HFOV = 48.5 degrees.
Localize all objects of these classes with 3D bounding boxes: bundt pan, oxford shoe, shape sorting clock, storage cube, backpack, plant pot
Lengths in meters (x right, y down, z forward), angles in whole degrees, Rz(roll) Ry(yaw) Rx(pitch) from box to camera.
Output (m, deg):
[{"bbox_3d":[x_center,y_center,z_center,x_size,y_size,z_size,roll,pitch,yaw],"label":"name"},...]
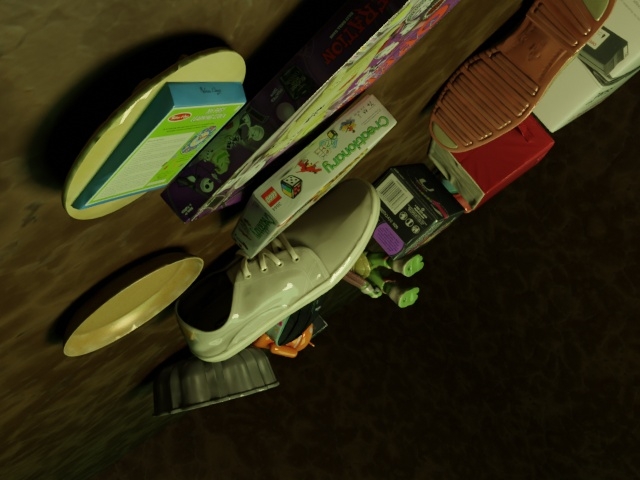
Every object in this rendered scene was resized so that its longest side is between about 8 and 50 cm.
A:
[{"bbox_3d":[-0.280,0.353,1.834,0.331,0.124,0.331,-14,173,-2],"label":"bundt pan"},{"bbox_3d":[0.351,-0.301,1.225,0.397,0.140,0.146,-42,177,36],"label":"oxford shoe"},{"bbox_3d":[-0.146,-0.094,0.635,0.206,0.040,0.206,-40,177,-2],"label":"shape sorting clock"},{"bbox_3d":[-0.080,0.043,1.271,0.449,0.169,0.130,-40,135,2],"label":"oxford shoe"},{"bbox_3d":[0.379,-0.207,1.618,0.193,0.183,0.215,-37,171,-3],"label":"storage cube"},{"bbox_3d":[-0.079,0.164,1.782,0.166,0.144,0.188,-30,145,-49],"label":"backpack"},{"bbox_3d":[-0.279,0.087,1.049,0.236,0.032,0.236,-36,170,-8],"label":"plant pot"}]

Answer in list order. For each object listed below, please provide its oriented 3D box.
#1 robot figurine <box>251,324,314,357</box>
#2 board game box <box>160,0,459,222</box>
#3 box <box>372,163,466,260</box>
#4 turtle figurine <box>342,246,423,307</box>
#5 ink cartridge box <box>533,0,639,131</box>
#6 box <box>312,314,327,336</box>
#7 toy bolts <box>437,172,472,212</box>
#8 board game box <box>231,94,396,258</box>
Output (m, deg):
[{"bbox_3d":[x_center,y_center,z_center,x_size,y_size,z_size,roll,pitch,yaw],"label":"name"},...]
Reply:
[{"bbox_3d":[-0.114,0.233,1.929,0.158,0.220,0.128,19,-86,59],"label":"robot figurine"},{"bbox_3d":[-0.005,-0.159,0.768,0.347,0.056,0.208,-42,-178,22],"label":"board game box"},{"bbox_3d":[0.214,-0.075,1.689,0.143,0.165,0.270,-44,169,23],"label":"box"},{"bbox_3d":[0.163,0.052,1.848,0.275,0.266,0.197,30,89,-48],"label":"turtle figurine"},{"bbox_3d":[0.619,-0.434,1.472,0.286,0.166,0.395,-29,168,-41],"label":"ink cartridge box"},{"bbox_3d":[-0.086,0.241,2.132,0.158,0.156,0.093,-37,172,-4],"label":"box"},{"bbox_3d":[0.391,-0.204,1.998,0.218,0.158,0.228,8,-141,41],"label":"toy bolts"},{"bbox_3d":[-0.024,-0.074,0.964,0.193,0.053,0.305,-42,-178,-14],"label":"board game box"}]
